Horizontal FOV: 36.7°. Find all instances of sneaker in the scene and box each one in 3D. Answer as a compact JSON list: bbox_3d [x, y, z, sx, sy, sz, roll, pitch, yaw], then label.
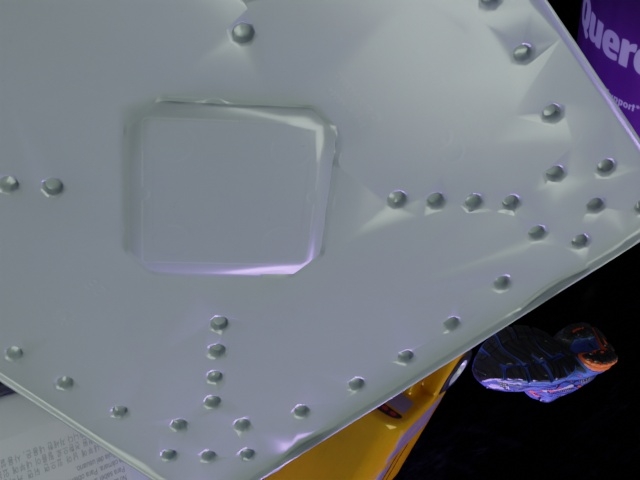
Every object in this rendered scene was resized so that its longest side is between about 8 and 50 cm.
[{"bbox_3d":[0.256,0.154,1.120,0.221,0.083,0.087,3,130,-38],"label":"sneaker"}]

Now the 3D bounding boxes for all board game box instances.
[{"bbox_3d":[-0.052,-0.039,0.551,0.390,0.050,0.390,-35,123,17],"label":"board game box"}]

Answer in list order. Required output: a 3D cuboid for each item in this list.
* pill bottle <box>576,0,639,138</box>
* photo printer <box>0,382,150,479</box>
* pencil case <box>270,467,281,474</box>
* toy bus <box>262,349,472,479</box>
[{"bbox_3d":[0.290,-0.199,0.721,0.181,0.181,0.323,-26,139,-16],"label":"pill bottle"},{"bbox_3d":[-0.193,0.246,0.650,0.107,0.308,0.256,-12,180,33],"label":"photo printer"},{"bbox_3d":[-0.157,0.225,0.828,0.273,0.113,0.124,-41,162,4],"label":"pencil case"},{"bbox_3d":[0.021,0.191,0.911,0.130,0.108,0.333,-27,147,-54],"label":"toy bus"}]
